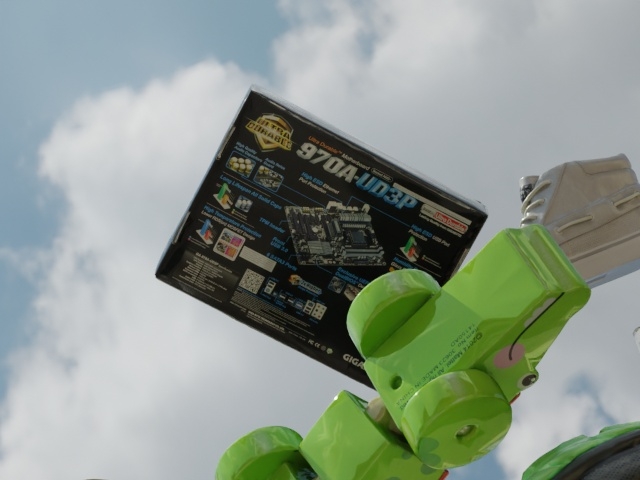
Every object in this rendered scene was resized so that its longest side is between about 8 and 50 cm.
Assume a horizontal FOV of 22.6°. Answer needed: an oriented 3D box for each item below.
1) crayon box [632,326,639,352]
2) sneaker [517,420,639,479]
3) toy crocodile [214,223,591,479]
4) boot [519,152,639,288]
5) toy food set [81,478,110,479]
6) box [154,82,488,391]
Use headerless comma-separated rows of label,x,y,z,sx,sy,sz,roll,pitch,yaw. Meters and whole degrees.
crayon box,0.345,0.171,1.198,0.081,0.319,0.202,-11,-23,-10
sneaker,0.271,0.191,0.893,0.482,0.202,0.185,-16,-73,-24
toy crocodile,0.039,0.130,0.997,0.105,0.115,0.340,28,-71,-43
boot,0.216,-0.002,1.586,0.258,0.123,0.095,-19,-16,-21
toy food set,-0.158,0.306,1.513,0.217,0.128,0.071,21,-65,-14
box,0.000,0.000,1.303,0.220,0.051,0.175,27,-78,-5
